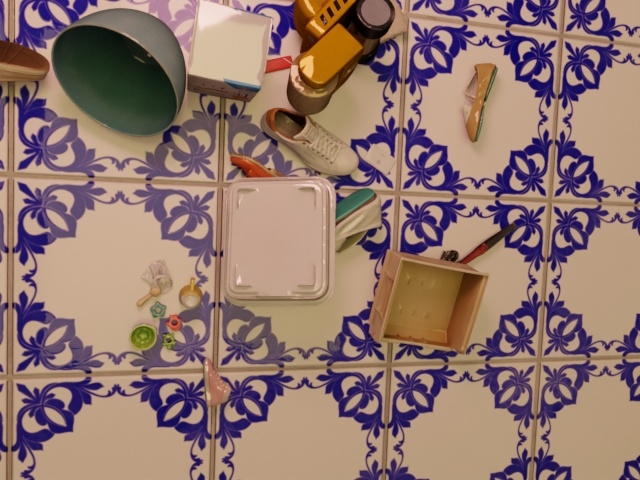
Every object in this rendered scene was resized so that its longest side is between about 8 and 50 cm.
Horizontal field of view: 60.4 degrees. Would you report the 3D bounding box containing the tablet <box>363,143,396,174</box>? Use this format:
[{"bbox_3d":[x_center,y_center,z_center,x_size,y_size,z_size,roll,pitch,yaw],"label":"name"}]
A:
[{"bbox_3d":[0.168,-0.228,1.550,0.083,0.006,0.054,33,86,-13],"label":"tablet"}]

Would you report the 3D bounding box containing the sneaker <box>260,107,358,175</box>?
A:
[{"bbox_3d":[-0.019,-0.254,1.444,0.290,0.123,0.105,25,86,-16],"label":"sneaker"}]

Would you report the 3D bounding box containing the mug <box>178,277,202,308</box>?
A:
[{"bbox_3d":[-0.339,0.143,1.423,0.062,0.064,0.078,-26,99,-10],"label":"mug"}]

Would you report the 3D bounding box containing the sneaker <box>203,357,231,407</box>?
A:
[{"bbox_3d":[-0.275,0.374,1.464,0.070,0.051,0.134,-6,99,-15],"label":"sneaker"}]

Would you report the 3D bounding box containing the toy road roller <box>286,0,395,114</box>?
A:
[{"bbox_3d":[0.001,-0.501,1.351,0.241,0.202,0.329,42,81,-2],"label":"toy road roller"}]

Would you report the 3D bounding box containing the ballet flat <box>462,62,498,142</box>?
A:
[{"bbox_3d":[0.445,-0.397,1.583,0.073,0.080,0.232,15,88,13],"label":"ballet flat"}]

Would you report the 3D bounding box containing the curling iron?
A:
[{"bbox_3d":[0.470,0.015,1.628,0.274,0.035,0.068,-26,100,-10],"label":"curling iron"}]

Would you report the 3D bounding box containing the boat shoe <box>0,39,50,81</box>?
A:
[{"bbox_3d":[-0.783,-0.398,1.264,0.303,0.109,0.098,3,133,-15],"label":"boat shoe"}]

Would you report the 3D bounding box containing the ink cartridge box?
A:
[{"bbox_3d":[-0.226,-0.442,1.321,0.171,0.233,0.168,8,94,-15],"label":"ink cartridge box"}]

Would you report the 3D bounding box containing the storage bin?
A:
[{"bbox_3d":[0.292,0.177,1.536,0.262,0.123,0.260,10,101,-15],"label":"storage bin"}]

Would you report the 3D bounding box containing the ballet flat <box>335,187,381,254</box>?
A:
[{"bbox_3d":[0.000,0.000,1.474,0.400,0.139,0.139,-28,100,-11],"label":"ballet flat"}]

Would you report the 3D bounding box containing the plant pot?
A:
[{"bbox_3d":[-0.433,-0.415,1.276,0.290,0.290,0.195,27,51,-14],"label":"plant pot"}]

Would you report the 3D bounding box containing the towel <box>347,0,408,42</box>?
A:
[{"bbox_3d":[0.084,-0.597,1.482,0.282,0.049,0.187,-26,102,-10],"label":"towel"}]

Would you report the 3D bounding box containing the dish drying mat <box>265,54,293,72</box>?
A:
[{"bbox_3d":[-0.114,-0.468,1.462,0.083,0.008,0.032,-17,99,-12],"label":"dish drying mat"}]

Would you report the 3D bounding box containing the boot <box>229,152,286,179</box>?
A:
[{"bbox_3d":[-0.177,-0.170,1.445,0.158,0.059,0.084,29,92,-15],"label":"boot"}]

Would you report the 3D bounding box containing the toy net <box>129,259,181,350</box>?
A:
[{"bbox_3d":[-0.414,0.168,1.416,0.122,0.045,0.232,10,92,-14],"label":"toy net"}]

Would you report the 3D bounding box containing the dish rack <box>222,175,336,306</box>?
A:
[{"bbox_3d":[-0.106,-0.006,1.355,0.286,0.072,0.332,0,79,4],"label":"dish rack"}]
